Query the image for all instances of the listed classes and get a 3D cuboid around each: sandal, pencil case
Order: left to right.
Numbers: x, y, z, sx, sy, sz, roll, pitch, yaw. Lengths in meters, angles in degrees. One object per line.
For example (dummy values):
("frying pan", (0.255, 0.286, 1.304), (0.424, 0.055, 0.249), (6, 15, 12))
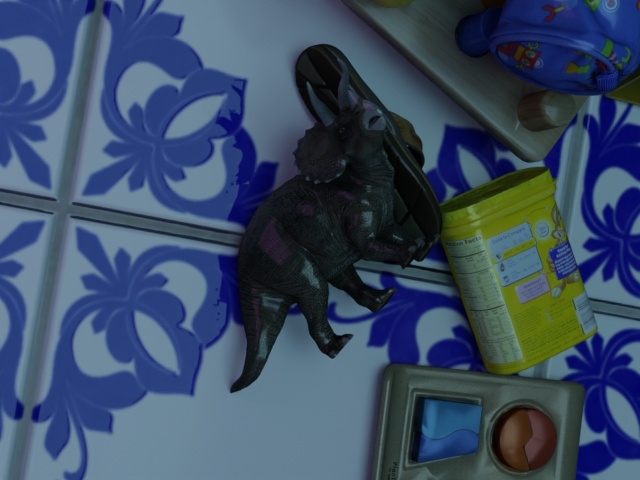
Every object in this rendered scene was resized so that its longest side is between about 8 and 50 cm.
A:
("sandal", (0.054, -0.090, 1.429), (0.060, 0.090, 0.219), (-37, 97, -40))
("pencil case", (0.255, -0.275, 1.331), (0.133, 0.119, 0.306), (20, 82, 17))

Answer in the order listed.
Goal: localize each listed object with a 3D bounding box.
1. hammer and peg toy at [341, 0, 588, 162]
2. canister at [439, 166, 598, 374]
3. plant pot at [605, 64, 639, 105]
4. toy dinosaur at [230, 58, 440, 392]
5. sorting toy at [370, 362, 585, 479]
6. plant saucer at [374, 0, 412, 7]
("hammer and peg toy", (0.135, -0.272, 1.424), (0.361, 0.127, 0.266), (39, 77, -14))
("canister", (0.188, 0.030, 1.477), (0.126, 0.073, 0.169), (-24, 101, -21))
("plant pot", (0.340, -0.186, 1.535), (0.081, 0.081, 0.083), (12, 71, -21))
("toy dinosaur", (0.000, 0.000, 1.381), (0.160, 0.121, 0.313), (41, 117, 9))
("sorting toy", (0.148, 0.281, 1.481), (0.229, 0.041, 0.307), (8, 88, -22))
("plant saucer", (0.107, -0.415, 1.282), (0.333, 0.081, 0.332), (-31, 76, 2))
